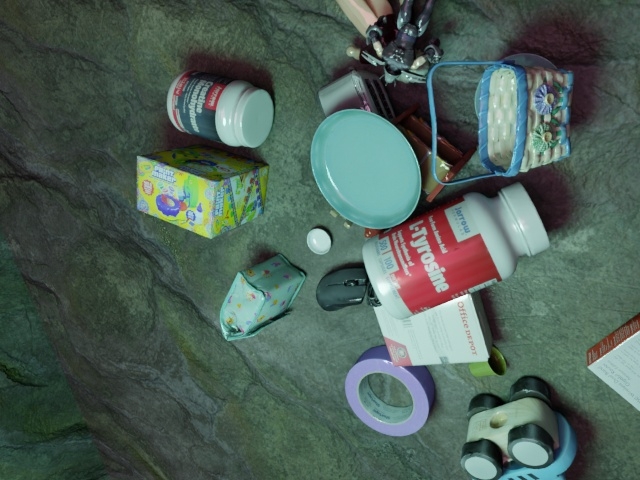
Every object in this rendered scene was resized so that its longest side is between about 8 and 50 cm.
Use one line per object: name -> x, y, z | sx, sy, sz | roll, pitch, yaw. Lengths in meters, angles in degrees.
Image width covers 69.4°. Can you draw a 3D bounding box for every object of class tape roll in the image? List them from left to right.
tape roll -> 0.220, 0.479, 1.477 | 0.274, 0.090, 0.275 | 9, 111, 24

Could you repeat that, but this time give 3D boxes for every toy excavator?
toy excavator -> 0.563, 0.675, 1.312 | 0.432, 0.222, 0.445 | -37, 97, 34

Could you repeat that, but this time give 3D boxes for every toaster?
toaster -> 0.098, -0.334, 1.212 | 0.146, 0.129, 0.227 | -23, 87, 42

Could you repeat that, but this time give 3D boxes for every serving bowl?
serving bowl -> 0.000, 0.000, 1.459 | 0.083, 0.027, 0.084 | 9, 111, 25

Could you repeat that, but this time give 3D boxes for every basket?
basket -> 0.376, -0.263, 0.991 | 0.288, 0.201, 0.255 | -7, 107, 3

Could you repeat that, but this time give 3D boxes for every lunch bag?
lunch bag -> -0.197, 0.205, 1.520 | 0.160, 0.223, 0.262 | 38, 121, 20

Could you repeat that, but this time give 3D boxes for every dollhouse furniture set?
dollhouse furniture set -> 0.209, -0.152, 1.250 | 0.201, 0.152, 0.374 | 43, 139, 8

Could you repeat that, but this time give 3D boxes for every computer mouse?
computer mouse -> 0.072, 0.132, 1.401 | 0.272, 0.072, 0.189 | -25, 51, 40

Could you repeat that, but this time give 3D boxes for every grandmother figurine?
grandmother figurine -> 0.146, -0.531, 1.154 | 0.342, 0.104, 0.208 | 53, 131, 5

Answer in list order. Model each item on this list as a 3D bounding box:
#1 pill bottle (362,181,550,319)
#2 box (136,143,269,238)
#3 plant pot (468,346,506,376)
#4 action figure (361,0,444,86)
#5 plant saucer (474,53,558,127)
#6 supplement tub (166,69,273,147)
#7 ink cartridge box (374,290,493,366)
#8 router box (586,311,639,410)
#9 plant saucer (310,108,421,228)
pill bottle -> 0.330, 0.023, 1.151 | 0.407, 0.229, 0.229 | -26, 94, 18
box -> -0.362, -0.168, 1.443 | 0.289, 0.279, 0.177 | 20, 116, 21
plant pot -> 0.468, 0.353, 1.314 | 0.083, 0.083, 0.079 | 53, 135, 2
action figure -> 0.205, -0.481, 1.040 | 0.185, 0.099, 0.285 | 18, 126, -5
plant saucer -> 0.466, -0.335, 1.088 | 0.194, 0.037, 0.195 | 9, 111, 26
supplement tub -> -0.298, -0.391, 1.381 | 0.272, 0.191, 0.191 | 19, 115, 21
ink cartridge box -> 0.323, 0.237, 1.319 | 0.282, 0.117, 0.208 | -13, 101, 31
router box -> 0.872, 0.306, 1.073 | 0.335, 0.082, 0.301 | 41, 121, 9
plant saucer -> 0.115, -0.178, 1.163 | 0.317, 0.043, 0.318 | 24, 133, 28
